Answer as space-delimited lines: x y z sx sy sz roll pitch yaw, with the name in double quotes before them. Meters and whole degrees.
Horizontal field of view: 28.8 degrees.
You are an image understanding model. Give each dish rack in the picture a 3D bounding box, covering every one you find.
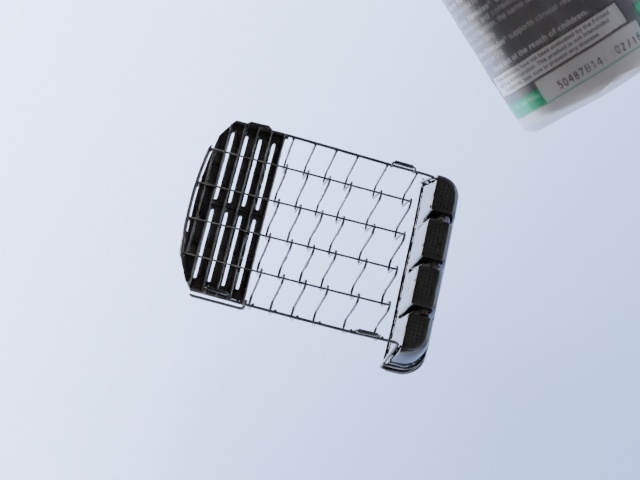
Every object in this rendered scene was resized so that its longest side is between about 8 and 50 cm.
"dish rack" 0.000 0.000 1.246 0.271 0.074 0.208 15 -109 -6

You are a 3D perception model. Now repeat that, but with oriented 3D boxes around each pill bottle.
"pill bottle" 0.214 -0.317 1.341 0.204 0.204 0.361 -32 -87 18
